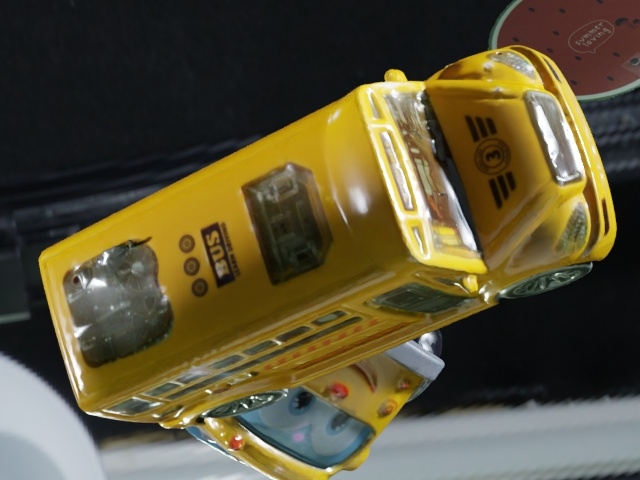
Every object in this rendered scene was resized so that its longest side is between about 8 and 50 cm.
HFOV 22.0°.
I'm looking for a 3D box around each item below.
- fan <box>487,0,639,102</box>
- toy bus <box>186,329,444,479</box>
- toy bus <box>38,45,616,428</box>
[{"bbox_3d":[0.127,-0.075,0.679,0.085,0.133,0.005,-37,-42,-16],"label":"fan"},{"bbox_3d":[-0.030,0.059,0.973,0.126,0.209,0.136,34,-88,-28],"label":"toy bus"},{"bbox_3d":[0.000,0.000,0.483,0.162,0.069,0.074,-25,-17,25],"label":"toy bus"}]
